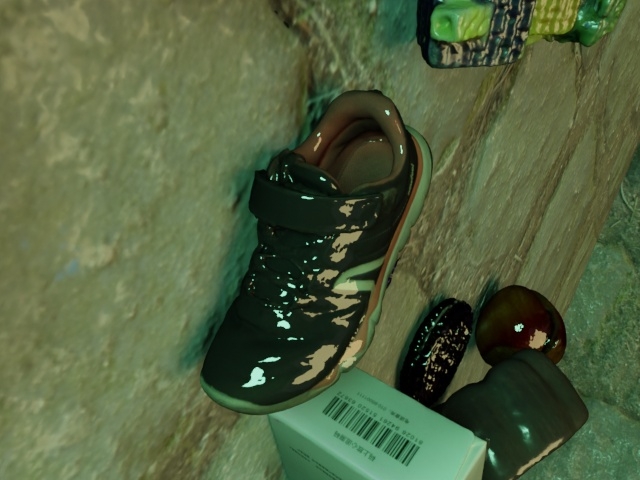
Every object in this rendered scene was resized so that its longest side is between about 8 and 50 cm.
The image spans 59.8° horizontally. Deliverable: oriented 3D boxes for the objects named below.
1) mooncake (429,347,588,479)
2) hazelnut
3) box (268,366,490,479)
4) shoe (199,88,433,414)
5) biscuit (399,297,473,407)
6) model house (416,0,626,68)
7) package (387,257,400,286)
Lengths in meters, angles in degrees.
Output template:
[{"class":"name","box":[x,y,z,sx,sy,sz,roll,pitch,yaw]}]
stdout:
[{"class":"mooncake","box":[0.291,0.317,0.952,0.306,0.154,0.306,-27,157,-13]},{"class":"hazelnut","box":[0.402,0.183,1.125,0.203,0.178,0.178,18,95,-31]},{"class":"box","box":[0.067,0.294,0.643,0.106,0.200,0.300,-41,140,-34]},{"class":"shoe","box":[0.000,0.000,0.439,0.291,0.114,0.137,-61,153,-15]},{"class":"biscuit","box":[0.190,0.181,0.901,0.194,0.053,0.195,-34,136,-41]},{"class":"model house","box":[0.173,-0.263,0.489,0.211,0.170,0.194,-35,138,-40]},{"class":"package","box":[0.045,0.049,0.621,0.110,0.033,0.077,-15,146,-36]}]
